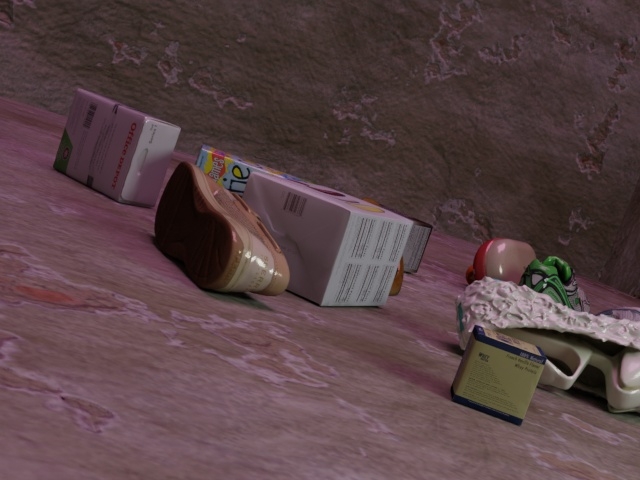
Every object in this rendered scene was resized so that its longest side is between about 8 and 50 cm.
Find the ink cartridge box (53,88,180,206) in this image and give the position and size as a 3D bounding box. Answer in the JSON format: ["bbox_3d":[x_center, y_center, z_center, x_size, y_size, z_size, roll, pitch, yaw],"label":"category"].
[{"bbox_3d":[-0.375,-0.169,1.689,0.219,0.160,0.092,26,9,37],"label":"ink cartridge box"}]

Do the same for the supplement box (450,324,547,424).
[{"bbox_3d":[0.202,0.152,1.053,0.083,0.083,0.056,20,7,3],"label":"supplement box"}]

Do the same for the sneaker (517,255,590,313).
[{"bbox_3d":[0.520,0.115,1.995,0.134,0.146,0.343,23,7,28],"label":"sneaker"}]

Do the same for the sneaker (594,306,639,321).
[{"bbox_3d":[0.612,0.194,1.796,0.122,0.110,0.283,12,9,-26],"label":"sneaker"}]

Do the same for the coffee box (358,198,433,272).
[{"bbox_3d":[0.088,-0.021,1.976,0.168,0.119,0.297,23,8,35],"label":"coffee box"}]

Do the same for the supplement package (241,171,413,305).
[{"bbox_3d":[0.000,0.000,1.428,0.194,0.149,0.203,23,9,30],"label":"supplement package"}]

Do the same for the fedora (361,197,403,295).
[{"bbox_3d":[0.083,0.018,1.661,0.079,0.194,0.194,-17,-9,24],"label":"fedora"}]

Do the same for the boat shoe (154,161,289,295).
[{"bbox_3d":[-0.144,-0.009,1.289,0.110,0.122,0.341,21,15,-30],"label":"boat shoe"}]

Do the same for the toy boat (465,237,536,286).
[{"bbox_3d":[0.411,0.077,2.162,0.151,0.151,0.231,-12,-12,30],"label":"toy boat"}]

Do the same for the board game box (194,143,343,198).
[{"bbox_3d":[-0.101,-0.056,1.622,0.275,0.142,0.144,18,7,-9],"label":"board game box"}]

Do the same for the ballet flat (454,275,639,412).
[{"bbox_3d":[0.381,0.177,1.316,0.408,0.147,0.147,17,6,7],"label":"ballet flat"}]
